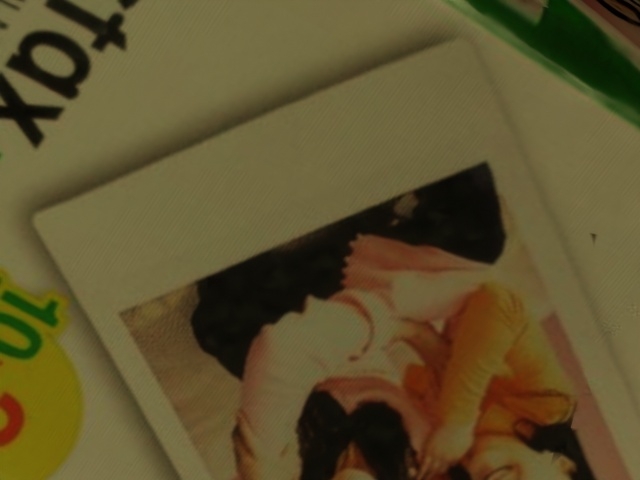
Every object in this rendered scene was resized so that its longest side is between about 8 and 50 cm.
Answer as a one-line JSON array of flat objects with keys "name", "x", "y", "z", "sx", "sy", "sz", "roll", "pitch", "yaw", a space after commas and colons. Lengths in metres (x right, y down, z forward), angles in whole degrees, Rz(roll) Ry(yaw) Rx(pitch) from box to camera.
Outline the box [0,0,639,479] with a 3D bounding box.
[{"name": "box", "x": 0.000, "y": 0.000, "z": 0.442, "sx": 0.250, "sy": 0.103, "sz": 0.180, "roll": 29, "pitch": 112, "yaw": -18}]
